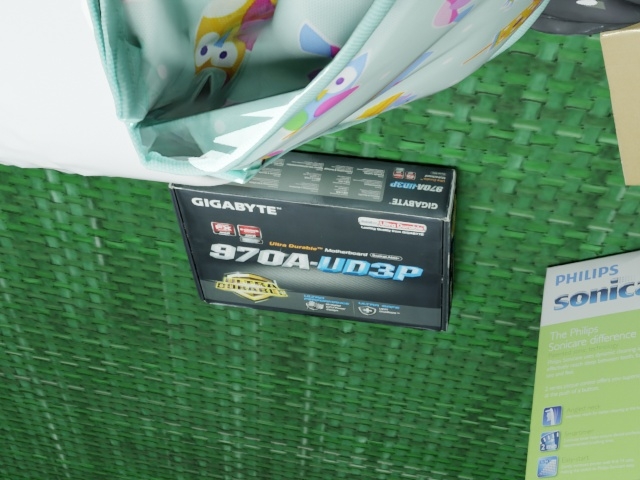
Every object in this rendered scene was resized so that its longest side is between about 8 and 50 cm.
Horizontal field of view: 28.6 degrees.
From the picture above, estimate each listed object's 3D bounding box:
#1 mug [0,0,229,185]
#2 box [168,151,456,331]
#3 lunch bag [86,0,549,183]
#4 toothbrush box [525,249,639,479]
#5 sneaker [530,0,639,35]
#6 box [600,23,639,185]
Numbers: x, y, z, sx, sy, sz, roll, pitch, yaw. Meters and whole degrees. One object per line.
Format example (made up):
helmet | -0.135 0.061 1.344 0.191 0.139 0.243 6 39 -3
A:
mug | -0.185 -0.223 0.585 0.328 0.276 0.374 8 118 19
box | 0.000 0.000 1.026 0.220 0.051 0.175 7 147 9
lunch bag | 0.026 -0.154 0.461 0.160 0.223 0.262 28 112 12
toothbrush box | 0.275 0.148 0.948 0.206 0.283 0.122 -13 141 33
sneaker | 0.109 -0.192 0.648 0.268 0.101 0.153 34 161 -5
box | 0.291 -0.094 0.815 0.201 0.021 0.164 -1 146 20
